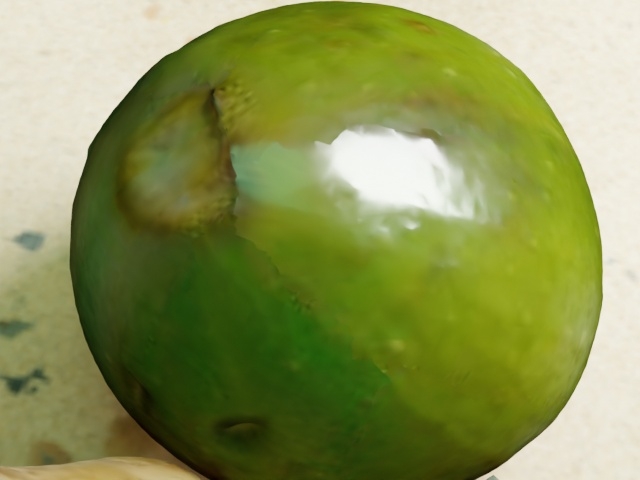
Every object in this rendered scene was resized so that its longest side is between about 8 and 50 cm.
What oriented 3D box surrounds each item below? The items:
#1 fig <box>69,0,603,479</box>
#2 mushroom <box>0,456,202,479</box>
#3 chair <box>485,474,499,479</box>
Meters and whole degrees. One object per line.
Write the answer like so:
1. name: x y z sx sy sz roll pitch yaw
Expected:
1. fig: 0.000 0.000 0.656 0.181 0.191 0.181 -6 75 23
2. mushroom: -0.218 0.088 0.428 0.313 0.224 0.397 46 17 21
3. chair: 0.218 0.107 0.572 0.203 0.190 0.274 -33 76 -27
